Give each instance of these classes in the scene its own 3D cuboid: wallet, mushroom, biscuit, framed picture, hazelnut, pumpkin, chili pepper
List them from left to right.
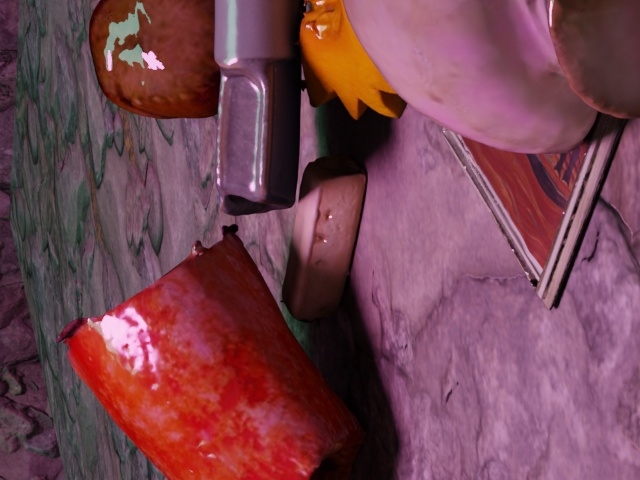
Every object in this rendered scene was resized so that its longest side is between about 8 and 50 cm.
[{"bbox_3d":[-0.154,-0.227,1.632,0.208,0.208,0.208,174,90,-70],"label":"hazelnut"},{"bbox_3d":[-0.078,0.151,1.404,0.305,0.229,0.251,46,152,9],"label":"chili pepper"},{"bbox_3d":[-0.051,-0.201,1.314,0.252,0.083,0.360,-31,-58,-86],"label":"wallet"},{"bbox_3d":[0.000,0.000,1.412,0.052,0.056,0.188,-116,29,-46],"label":"biscuit"},{"bbox_3d":[0.050,-0.222,1.179,0.130,0.149,0.254,20,149,24],"label":"pumpkin"},{"bbox_3d":[0.090,-0.123,0.907,0.236,0.173,0.162,-128,35,-56],"label":"mushroom"},{"bbox_3d":[0.151,-0.117,1.016,0.216,0.016,0.273,-116,28,-44],"label":"framed picture"}]
